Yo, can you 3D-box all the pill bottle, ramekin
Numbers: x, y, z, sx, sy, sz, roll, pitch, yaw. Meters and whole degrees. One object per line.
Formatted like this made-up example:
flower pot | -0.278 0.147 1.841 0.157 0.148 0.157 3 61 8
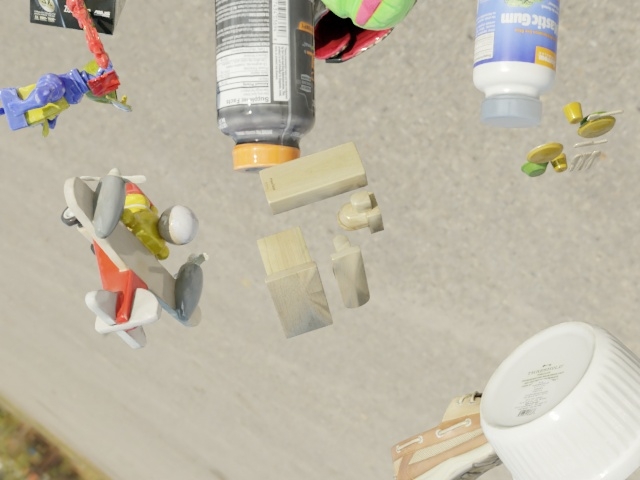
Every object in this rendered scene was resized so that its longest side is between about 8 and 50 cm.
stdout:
pill bottle | 0.361 -0.351 1.903 0.152 0.272 0.152 4 175 0
ramekin | 0.279 0.187 1.171 0.109 0.207 0.207 47 160 -16
pill bottle | -0.071 -0.210 1.326 0.130 0.246 0.130 -1 177 0

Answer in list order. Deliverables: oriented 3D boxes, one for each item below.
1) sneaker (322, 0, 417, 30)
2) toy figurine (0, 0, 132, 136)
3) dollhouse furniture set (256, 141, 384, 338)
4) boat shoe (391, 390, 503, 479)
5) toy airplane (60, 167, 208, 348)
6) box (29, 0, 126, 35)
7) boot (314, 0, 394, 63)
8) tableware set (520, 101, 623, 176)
sneaker | 0.118 -0.446 1.046 0.185 0.202 0.483 35 136 6
toy figurine | -0.433 -0.253 1.601 0.362 0.217 0.191 -139 25 -74
dollhouse furniture set | 0.000 0.000 1.175 0.123 0.144 0.151 75 177 -54
boat shoe | 0.230 0.278 1.513 0.123 0.324 0.116 23 -142 -55
toy airplane | -0.375 0.026 2.158 0.384 0.272 0.386 61 -175 0
box | -0.426 -0.447 1.833 0.147 0.180 0.078 9 126 -5
boot | -0.013 -0.450 1.944 0.377 0.284 0.138 -17 134 16
tableware set | 0.307 -0.126 1.283 0.154 0.104 0.024 95 164 -66
